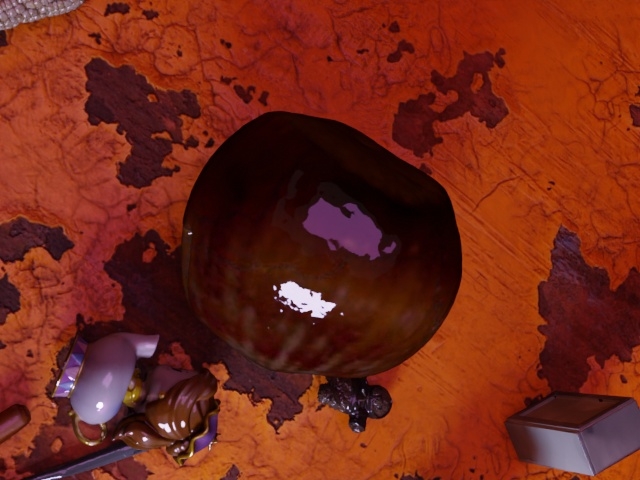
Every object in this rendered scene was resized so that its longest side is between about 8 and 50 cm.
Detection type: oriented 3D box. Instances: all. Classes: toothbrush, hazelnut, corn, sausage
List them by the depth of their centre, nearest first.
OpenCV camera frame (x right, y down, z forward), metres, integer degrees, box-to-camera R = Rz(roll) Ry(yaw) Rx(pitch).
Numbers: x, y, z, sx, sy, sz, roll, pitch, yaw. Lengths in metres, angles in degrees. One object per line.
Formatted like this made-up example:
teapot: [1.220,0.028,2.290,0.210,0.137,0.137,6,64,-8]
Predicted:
sausage: [-0.492,0.290,1.297,0.131,0.041,0.039,-35,74,-20]
toothbrush: [-0.369,0.347,1.342,0.297,0.030,0.030,-16,113,-22]
hazelnut: [0.000,0.000,1.346,0.429,0.402,0.402,18,78,-18]
corn: [-0.469,-0.375,1.367,0.210,0.087,0.087,-27,93,-14]

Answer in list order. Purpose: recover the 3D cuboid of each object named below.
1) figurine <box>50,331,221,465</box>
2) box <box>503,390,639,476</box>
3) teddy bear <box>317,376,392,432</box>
figurine: [-0.267,0.237,1.329,0.263,0.142,0.190,24,75,-13]
box: [0.441,0.331,1.522,0.129,0.225,0.086,-22,91,-21]
teddy bear: [0.046,0.261,1.478,0.160,0.078,0.119,30,52,-31]
